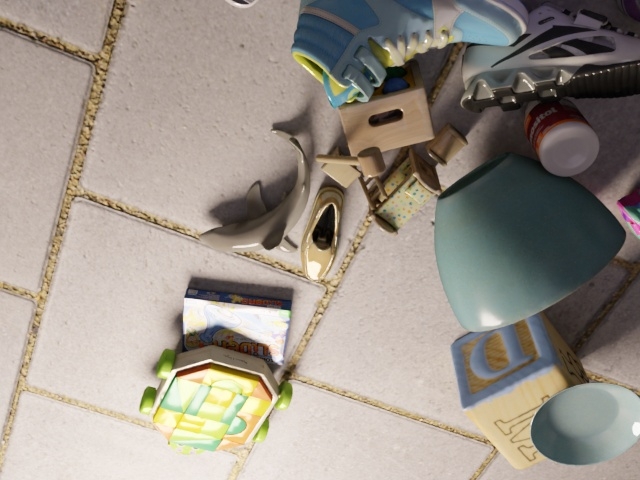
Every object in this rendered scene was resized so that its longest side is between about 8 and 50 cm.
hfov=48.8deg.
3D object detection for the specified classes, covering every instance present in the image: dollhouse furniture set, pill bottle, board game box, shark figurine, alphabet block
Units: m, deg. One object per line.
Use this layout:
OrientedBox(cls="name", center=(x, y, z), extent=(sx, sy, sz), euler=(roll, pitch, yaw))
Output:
OrientedBox(cls="dollhouse furniture set", center=(0.119, -0.128, 1.127), extent=(0.161, 0.101, 0.182), euler=(35, 116, -19))
OrientedBox(cls="pill bottle", center=(0.358, -0.166, 1.069), extent=(0.086, 0.152, 0.086), euler=(1, 121, 1))
OrientedBox(cls="board game box", center=(-0.162, 0.166, 1.353), extent=(0.201, 0.035, 0.136), euler=(7, 121, -3))
OrientedBox(cls="shark figurine", center=(-0.070, -0.044, 1.180), extent=(0.166, 0.116, 0.278), euler=(30, 119, -18))
OrientedBox(cls="alphabet block", center=(0.381, 0.268, 1.315), extent=(0.193, 0.192, 0.197), euler=(-32, 114, 21))

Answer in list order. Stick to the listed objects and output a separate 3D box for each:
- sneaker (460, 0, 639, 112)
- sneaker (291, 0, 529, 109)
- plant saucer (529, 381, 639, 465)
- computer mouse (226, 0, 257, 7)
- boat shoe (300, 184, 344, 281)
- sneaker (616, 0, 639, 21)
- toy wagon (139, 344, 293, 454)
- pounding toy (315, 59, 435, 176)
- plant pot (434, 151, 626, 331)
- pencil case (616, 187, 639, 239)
OrientedBox(cls="sneaker", center=(0.362, -0.276, 0.991), extent=(0.330, 0.122, 0.146), euler=(-2, 79, 18))
OrientedBox(cls="sneaker", center=(0.109, -0.264, 0.971), extent=(0.318, 0.127, 0.208), euler=(15, 85, 9))
OrientedBox(cls="plant saucer", center=(0.451, 0.304, 1.202), extent=(0.194, 0.037, 0.195), euler=(1, 121, 1))
OrientedBox(cls="computer mouse", center=(-0.084, -0.422, 0.991), extent=(0.106, 0.042, 0.193), euler=(26, 113, -19))
OrientedBox(cls="boat shoe", center=(0.000, 0.000, 1.225), extent=(0.068, 0.072, 0.190), euler=(6, 122, -2))
OrientedBox(cls="sneaker", center=(0.449, -0.412, 0.911), extent=(0.102, 0.161, 0.282), euler=(-18, 119, 7))
OrientedBox(cls="toy wagon", center=(-0.226, 0.347, 1.428), extent=(0.267, 0.068, 0.344), euler=(19, 125, -17))
OrientedBox(cls="pounding toy", center=(0.070, -0.179, 1.037), extent=(0.181, 0.206, 0.094), euler=(-13, 120, 9))
OrientedBox(cls="plant pot", center=(0.292, -0.021, 1.110), extent=(0.290, 0.290, 0.195), euler=(-33, 95, 19))
OrientedBox(cls="pencil case", center=(0.607, -0.087, 1.145), extent=(0.236, 0.104, 0.104), euler=(-37, 114, 22))
